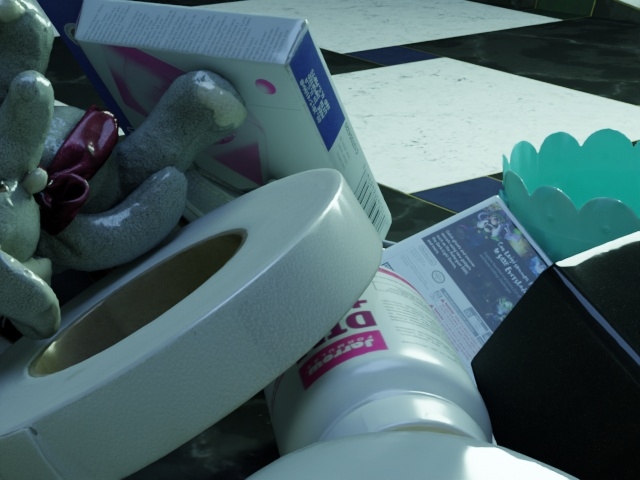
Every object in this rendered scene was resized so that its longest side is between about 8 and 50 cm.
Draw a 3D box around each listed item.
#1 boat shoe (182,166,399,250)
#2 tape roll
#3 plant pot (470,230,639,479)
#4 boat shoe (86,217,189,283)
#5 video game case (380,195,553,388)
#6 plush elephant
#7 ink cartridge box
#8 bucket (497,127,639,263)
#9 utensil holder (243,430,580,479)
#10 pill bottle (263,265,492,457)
[{"bbox_3d":[0.001,0.001,1.338,0.320,0.103,0.118,27,7,3],"label":"boat shoe"},{"bbox_3d":[-0.130,0.075,1.069,0.392,0.072,0.392,-30,13,8],"label":"tape roll"},{"bbox_3d":[0.229,0.102,1.007,0.187,0.188,0.167,-18,61,-40],"label":"plant pot"},{"bbox_3d":[-0.205,0.003,1.466,0.123,0.123,0.342,37,-6,-28],"label":"boat shoe"},{"bbox_3d":[0.149,0.062,1.253,0.173,0.022,0.190,-25,61,-18],"label":"video game case"},{"bbox_3d":[-0.266,-0.055,1.153,0.272,0.330,0.255,30,4,3],"label":"plush elephant"},{"bbox_3d":[-0.118,-0.117,1.396,0.330,0.324,0.071,10,61,26],"label":"ink cartridge box"},{"bbox_3d":[0.320,0.006,1.378,0.281,0.183,0.281,0,20,0],"label":"bucket"},{"bbox_3d":[-0.024,0.271,0.432,0.327,0.328,0.385,10,20,24],"label":"utensil holder"},{"bbox_3d":[0.042,0.136,1.041,0.160,0.160,0.283,-3,20,-8],"label":"pill bottle"}]
